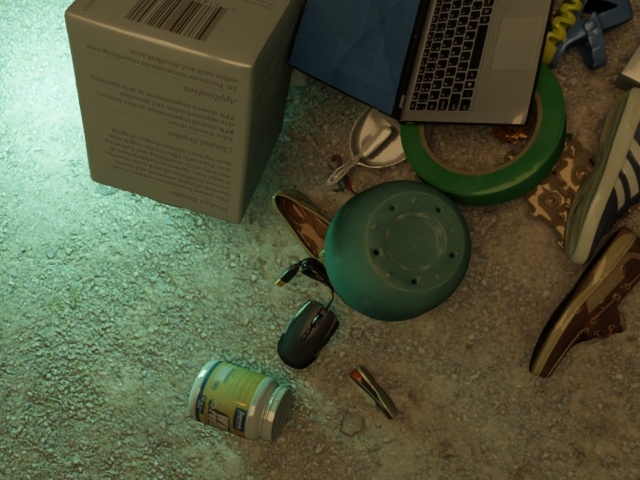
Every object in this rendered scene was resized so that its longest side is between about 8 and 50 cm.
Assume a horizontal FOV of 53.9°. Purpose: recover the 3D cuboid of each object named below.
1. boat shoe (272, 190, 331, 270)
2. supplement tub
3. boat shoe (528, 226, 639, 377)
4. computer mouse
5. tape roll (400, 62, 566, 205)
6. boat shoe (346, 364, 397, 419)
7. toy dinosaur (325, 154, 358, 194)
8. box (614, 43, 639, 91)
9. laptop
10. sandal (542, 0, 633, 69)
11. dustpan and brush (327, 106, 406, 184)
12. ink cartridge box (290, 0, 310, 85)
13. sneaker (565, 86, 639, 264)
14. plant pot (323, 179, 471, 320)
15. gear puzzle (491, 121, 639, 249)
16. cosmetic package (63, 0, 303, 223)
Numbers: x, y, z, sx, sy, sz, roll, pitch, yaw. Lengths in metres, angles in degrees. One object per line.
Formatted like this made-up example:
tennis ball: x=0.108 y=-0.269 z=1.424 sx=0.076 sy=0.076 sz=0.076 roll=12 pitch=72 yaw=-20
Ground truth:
boat shoe: x=0.000 y=0.000 z=1.397 sx=0.285 sy=0.089 sz=0.104 roll=42 pitch=99 yaw=11
supplement tub: x=-0.178 y=0.362 z=1.417 sx=0.200 sy=0.144 sz=0.144 roll=14 pitch=94 yaw=15
boat shoe: x=0.543 y=0.143 z=1.235 sx=0.123 sy=0.123 sz=0.342 roll=35 pitch=92 yaw=14
computer mouse: x=-0.045 y=0.167 z=1.391 sx=0.184 sy=0.060 sz=0.262 roll=41 pitch=113 yaw=3
tape roll: x=0.325 y=-0.231 z=1.273 sx=0.321 sy=0.077 sz=0.321 roll=-6 pitch=72 yaw=20
boat shoe: x=0.114 y=0.340 z=1.387 sx=0.043 sy=0.049 sz=0.137 roll=-43 pitch=77 yaw=15
toy dinosaur: x=0.045 y=-0.151 z=1.423 sx=0.090 sy=0.047 sz=0.082 roll=13 pitch=83 yaw=-18
box: x=0.647 y=-0.331 z=1.221 sx=0.102 sy=0.087 sz=0.101 roll=34 pitch=98 yaw=13
laptop: x=0.209 y=-0.445 z=1.210 sx=0.408 sy=0.236 sz=0.382 roll=8 pitch=76 yaw=30
sandal: x=0.553 y=-0.465 z=1.239 sx=0.138 sy=0.126 sz=0.317 roll=31 pitch=106 yaw=9
dustpan and brush: x=0.100 y=-0.194 z=1.385 sx=0.211 sy=0.060 sz=0.147 roll=-43 pitch=80 yaw=11
ink cartridge box: x=-0.128 y=-0.453 z=1.368 sx=0.353 sy=0.119 sz=0.207 roll=4 pitch=135 yaw=16
sneaker: x=0.584 y=-0.105 z=1.184 sx=0.148 sy=0.131 sz=0.350 roll=21 pitch=94 yaw=3
plant pot: x=0.159 y=0.013 z=1.234 sx=0.293 sy=0.235 sz=0.293 roll=0 pitch=83 yaw=-4
gear puzzle: x=0.468 y=-0.139 z=1.294 sx=0.175 sy=0.044 sz=0.339 roll=-41 pitch=80 yaw=6
cosmetic package: x=-0.247 y=-0.307 z=1.226 sx=0.329 sy=0.393 sz=0.327 roll=17 pitch=50 yaw=1
